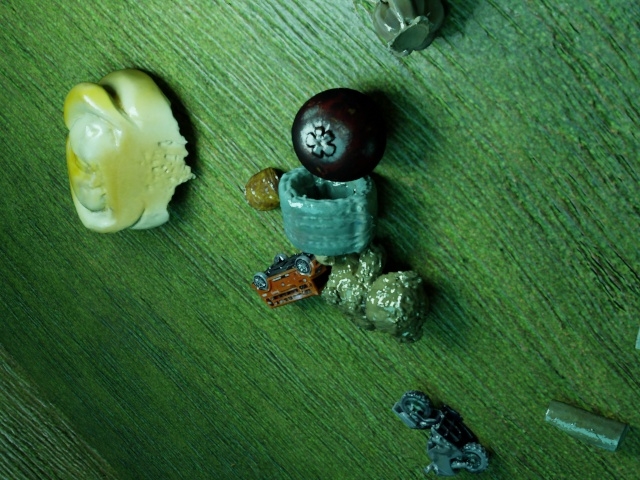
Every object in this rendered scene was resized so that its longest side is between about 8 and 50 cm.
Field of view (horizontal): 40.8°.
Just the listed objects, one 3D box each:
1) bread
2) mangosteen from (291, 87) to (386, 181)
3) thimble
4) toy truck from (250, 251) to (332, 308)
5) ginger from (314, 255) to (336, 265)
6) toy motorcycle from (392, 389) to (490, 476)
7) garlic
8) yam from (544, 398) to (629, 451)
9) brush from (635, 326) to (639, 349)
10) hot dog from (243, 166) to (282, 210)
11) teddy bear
[{"bbox_3d":[-0.490,-0.206,2.137,0.329,0.245,0.424,26,128,21],"label":"bread"},{"bbox_3d":[0.042,-0.215,1.752,0.209,0.210,0.210,20,130,26],"label":"mangosteen"},{"bbox_3d":[0.021,-0.066,1.869,0.235,0.198,0.143,21,132,34],"label":"thimble"},{"bbox_3d":[-0.049,0.083,2.095,0.252,0.107,0.114,-20,106,46],"label":"toy truck"},{"bbox_3d":[-0.002,-0.003,1.971,0.051,0.173,0.069,-40,118,16],"label":"ginger"},{"bbox_3d":[0.285,0.485,2.119,0.270,0.106,0.159,42,130,1],"label":"toy motorcycle"},{"bbox_3d":[0.143,-0.426,1.599,0.131,0.127,0.194,-51,56,28],"label":"garlic"},{"bbox_3d":[0.572,0.400,1.858,0.169,0.068,0.068,15,127,30],"label":"yam"},{"bbox_3d":[0.641,0.132,1.650,0.033,0.030,0.179,22,120,34],"label":"brush"},{"bbox_3d":[-0.124,-0.118,2.043,0.099,0.065,0.147,55,147,-7],"label":"hot dog"},{"bbox_3d":[0.132,0.120,1.948,0.256,0.156,0.267,15,126,28],"label":"teddy bear"}]
